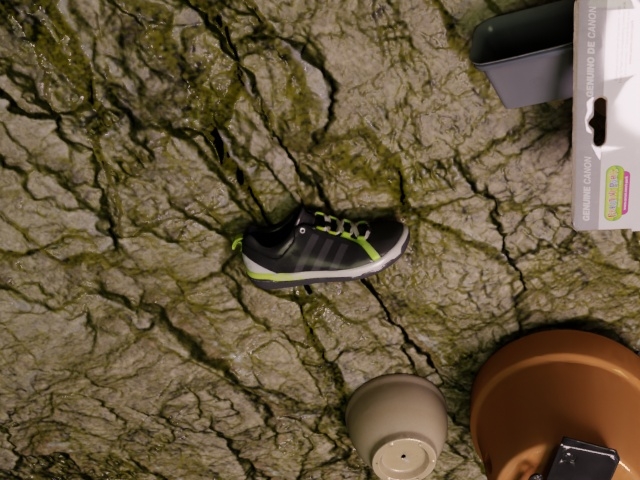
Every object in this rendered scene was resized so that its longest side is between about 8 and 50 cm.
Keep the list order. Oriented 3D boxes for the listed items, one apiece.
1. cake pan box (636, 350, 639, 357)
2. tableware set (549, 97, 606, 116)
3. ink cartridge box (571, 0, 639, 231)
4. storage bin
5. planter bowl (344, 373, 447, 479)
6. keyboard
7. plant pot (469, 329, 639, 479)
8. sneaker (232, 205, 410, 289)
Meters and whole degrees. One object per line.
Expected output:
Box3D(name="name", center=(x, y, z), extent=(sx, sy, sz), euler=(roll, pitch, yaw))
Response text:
Box3D(name="cake pan box", center=(0.599, 0.307, 1.334), extent=(0.267, 0.070, 0.245), euler=(9, 121, 9))
Box3D(name="tableware set", center=(0.350, -0.223, 1.057), extent=(0.141, 0.020, 0.168), euler=(24, 121, -12))
Box3D(name="ink cartridge box", center=(0.418, -0.172, 0.983), extent=(0.272, 0.130, 0.309), euler=(-3, 125, 10))
Box3D(name="storage bin", center=(0.257, -0.216, 1.014), extent=(0.135, 0.098, 0.091), euler=(-7, 137, 29))
Box3D(name="planter bowl", center=(0.122, 0.300, 1.319), extent=(0.162, 0.109, 0.162), euler=(-2, 122, -3))
Box3D(name="keyboard", center=(0.313, 0.332, 1.135), extent=(0.108, 0.023, 0.180), euler=(11, 118, 1))
Box3D(name="plant pot", center=(0.353, 0.302, 1.238), extent=(0.291, 0.203, 0.290), euler=(6, 117, 11))
Box3D(name="sneaker", center=(0.000, 0.000, 1.139), extent=(0.235, 0.084, 0.097), euler=(-13, 121, 5))
